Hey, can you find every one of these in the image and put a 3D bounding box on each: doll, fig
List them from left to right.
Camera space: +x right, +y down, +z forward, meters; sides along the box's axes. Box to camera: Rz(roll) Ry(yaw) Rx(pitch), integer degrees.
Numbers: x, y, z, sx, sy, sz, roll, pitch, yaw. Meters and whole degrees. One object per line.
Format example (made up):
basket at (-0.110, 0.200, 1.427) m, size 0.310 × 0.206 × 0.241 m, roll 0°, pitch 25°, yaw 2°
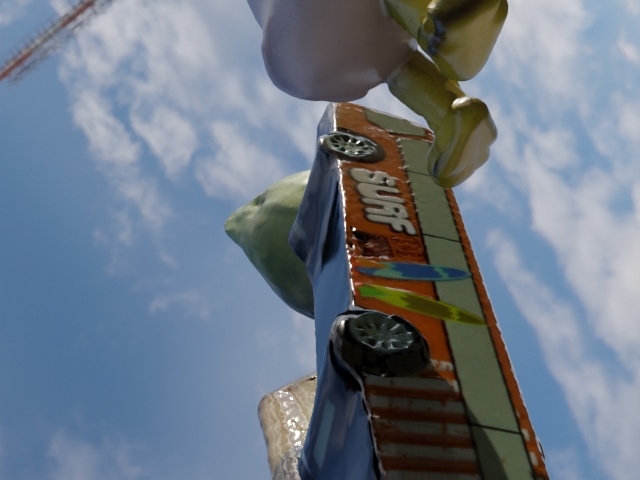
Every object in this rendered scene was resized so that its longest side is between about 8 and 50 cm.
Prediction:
doll at (-0.043, -0.176, 0.517) m, size 0.365 × 0.094 × 0.160 m, roll 55°, pitch 167°, yaw 31°
fig at (0.013, -0.008, 1.000) m, size 0.233 × 0.167 × 0.167 m, roll 36°, pitch -146°, yaw 17°

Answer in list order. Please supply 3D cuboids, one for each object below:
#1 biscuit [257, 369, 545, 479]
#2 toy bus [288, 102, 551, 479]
biscuit at (0.064, 0.180, 0.956) m, size 0.290 × 0.237 × 0.062 m, roll -119°, pitch 5°, yaw -70°
toy bus at (0.035, 0.039, 0.551) m, size 0.092 × 0.093 × 0.409 m, roll 10°, pitch -151°, yaw -8°
